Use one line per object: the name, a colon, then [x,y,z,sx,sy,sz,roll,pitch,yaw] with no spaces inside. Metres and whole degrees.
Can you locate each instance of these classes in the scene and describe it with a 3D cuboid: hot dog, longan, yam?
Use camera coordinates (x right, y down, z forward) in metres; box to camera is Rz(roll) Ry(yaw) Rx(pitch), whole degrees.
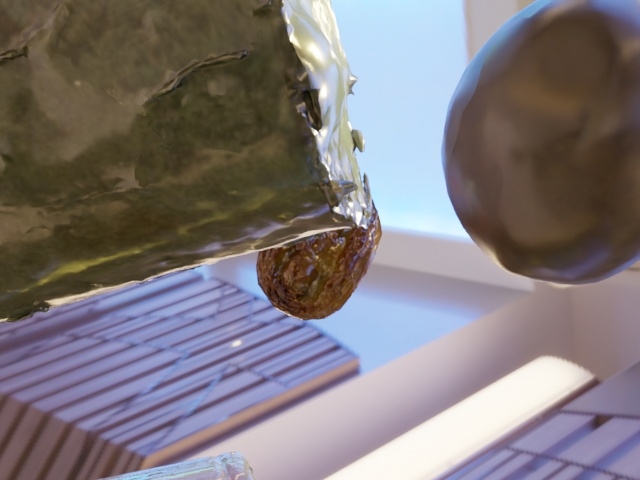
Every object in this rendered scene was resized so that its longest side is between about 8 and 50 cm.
hot dog: [0.001,0.002,0.964,0.099,0.147,0.065,28,-28,3]
longan: [0.333,-0.133,1.395,0.336,0.404,0.404,24,-57,26]
yam: [-0.129,-0.064,0.434,0.300,0.195,0.195,-13,-84,17]

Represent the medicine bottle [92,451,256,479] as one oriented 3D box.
medicine bottle: [-0.170,0.260,0.804,0.152,0.254,0.152,172,-90,-75]
